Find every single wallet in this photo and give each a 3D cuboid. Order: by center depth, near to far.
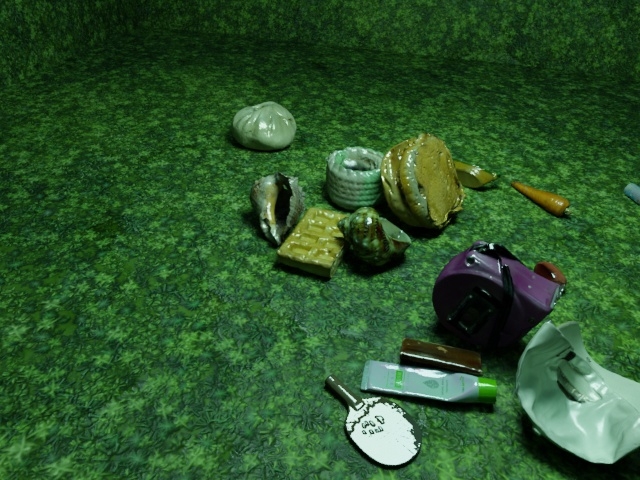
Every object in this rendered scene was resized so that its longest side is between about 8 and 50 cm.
[{"bbox_3d":[0.265,0.256,1.160,0.176,0.026,0.095,8,16,10],"label":"wallet"}]

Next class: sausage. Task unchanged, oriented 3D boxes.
[{"bbox_3d":[0.611,0.094,1.403,0.054,0.059,0.094,11,28,-28],"label":"sausage"}]

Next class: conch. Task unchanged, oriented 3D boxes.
[{"bbox_3d":[0.142,-0.013,1.440,0.181,0.124,0.187,48,24,1],"label":"conch"},{"bbox_3d":[-0.121,-0.100,1.539,0.162,0.178,0.246,4,57,-15],"label":"conch"}]

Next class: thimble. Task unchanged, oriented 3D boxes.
[{"bbox_3d":[0.117,-0.201,1.707,0.218,0.150,0.219,2,36,-2],"label":"thimble"}]

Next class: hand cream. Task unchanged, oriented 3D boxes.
[{"bbox_3d":[0.225,0.298,1.107,0.275,0.050,0.079,5,8,11],"label":"hand cream"}]

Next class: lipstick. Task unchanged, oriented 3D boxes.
[{"bbox_3d":[1.096,-0.136,1.773,0.048,0.048,0.158,-7,36,-13],"label":"lipstick"}]

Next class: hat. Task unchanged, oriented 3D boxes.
[{"bbox_3d":[0.516,0.293,1.067,0.301,0.168,0.258,-6,52,-54],"label":"hat"}]

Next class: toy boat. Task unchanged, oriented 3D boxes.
[{"bbox_3d":[0.515,-0.245,1.850,0.229,0.089,0.088,26,55,34],"label":"toy boat"}]

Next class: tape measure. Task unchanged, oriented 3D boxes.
[{"bbox_3d":[0.376,0.124,1.183,0.231,0.245,0.149,33,44,12],"label":"tape measure"}]

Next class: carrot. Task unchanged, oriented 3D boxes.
[{"bbox_3d":[0.731,-0.152,1.764,0.061,0.061,0.256,-16,37,-25],"label":"carrot"}]

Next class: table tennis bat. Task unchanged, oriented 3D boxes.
[{"bbox_3d":[0.095,0.348,1.043,0.131,0.022,0.234,-26,46,-33],"label":"table tennis bat"}]

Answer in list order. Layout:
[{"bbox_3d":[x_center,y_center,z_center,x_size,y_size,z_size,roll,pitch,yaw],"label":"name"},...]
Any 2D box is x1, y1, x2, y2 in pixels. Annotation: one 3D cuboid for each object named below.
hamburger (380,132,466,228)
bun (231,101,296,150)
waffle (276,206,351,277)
[{"bbox_3d":[0.310,-0.172,1.609,0.158,0.319,0.318,-17,16,44],"label":"hamburger"},{"bbox_3d":[-0.212,-0.447,2.027,0.259,0.160,0.259,4,36,-3],"label":"bun"},{"bbox_3d":[0.000,0.000,1.493,0.167,0.057,0.274,13,36,15],"label":"waffle"}]
